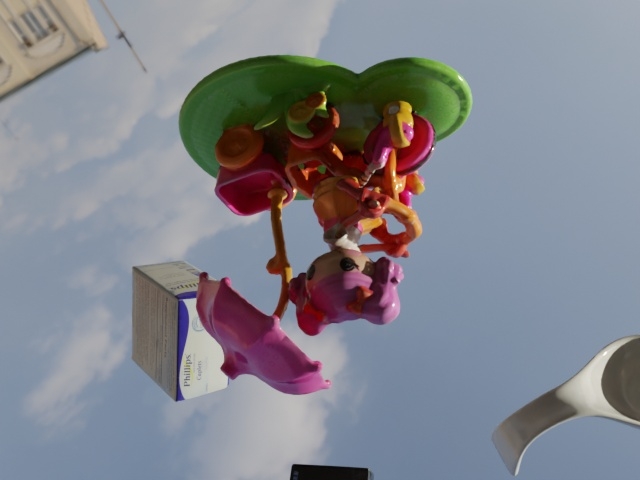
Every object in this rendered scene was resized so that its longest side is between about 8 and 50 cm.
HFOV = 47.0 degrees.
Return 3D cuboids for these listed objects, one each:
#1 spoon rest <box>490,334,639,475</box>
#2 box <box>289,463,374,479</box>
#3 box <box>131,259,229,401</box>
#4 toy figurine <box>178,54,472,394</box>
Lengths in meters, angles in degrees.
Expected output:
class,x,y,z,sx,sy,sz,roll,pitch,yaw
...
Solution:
class,x,y,z,sx,sy,sz,roll,pitch,yaw
spoon rest,0.340,0.192,0.872,0.276,0.084,0.137,-20,-132,-9
box,0.005,0.221,0.577,0.067,0.018,0.083,-2,-121,19
box,-0.169,0.103,0.883,0.072,0.126,0.137,-7,-161,-35
toy figurine,0.000,0.000,0.387,0.173,0.130,0.159,-11,-123,20
